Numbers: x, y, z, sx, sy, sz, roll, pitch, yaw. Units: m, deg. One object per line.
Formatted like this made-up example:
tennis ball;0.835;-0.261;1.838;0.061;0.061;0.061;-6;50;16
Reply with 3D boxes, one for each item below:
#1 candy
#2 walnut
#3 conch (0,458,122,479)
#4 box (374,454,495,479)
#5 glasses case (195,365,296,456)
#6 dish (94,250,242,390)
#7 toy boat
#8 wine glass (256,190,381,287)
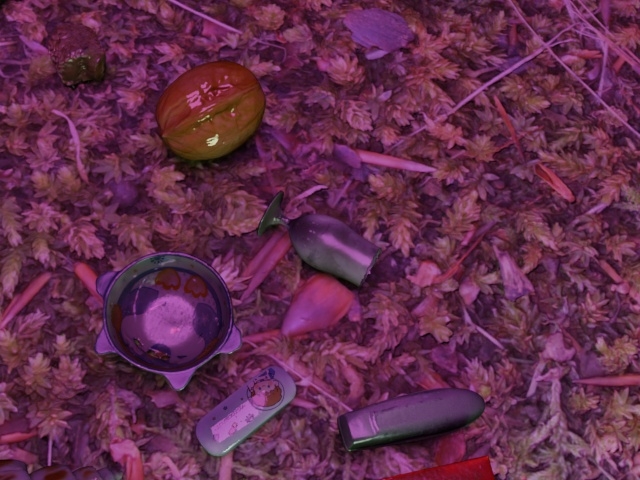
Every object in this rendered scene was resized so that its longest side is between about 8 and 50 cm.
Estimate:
candy;-0.439;-0.335;1.785;0.095;0.085;0.110;-10;56;-20
walnut;-0.191;-0.225;1.722;0.207;0.159;0.159;-32;73;-24
conch;-0.449;0.427;1.355;0.368;0.197;0.249;-44;41;9
box;0.195;0.500;1.479;0.198;0.089;0.313;-10;68;-12
glasses case;-0.117;0.269;1.567;0.178;0.045;0.067;-37;76;-20
dish;-0.252;0.135;1.590;0.228;0.086;0.236;-39;76;-19
toy boat;0.150;0.283;1.582;0.261;0.085;0.078;-9;68;-22
wine glass;0.000;0.000;1.676;0.202;0.093;0.093;30;66;7
